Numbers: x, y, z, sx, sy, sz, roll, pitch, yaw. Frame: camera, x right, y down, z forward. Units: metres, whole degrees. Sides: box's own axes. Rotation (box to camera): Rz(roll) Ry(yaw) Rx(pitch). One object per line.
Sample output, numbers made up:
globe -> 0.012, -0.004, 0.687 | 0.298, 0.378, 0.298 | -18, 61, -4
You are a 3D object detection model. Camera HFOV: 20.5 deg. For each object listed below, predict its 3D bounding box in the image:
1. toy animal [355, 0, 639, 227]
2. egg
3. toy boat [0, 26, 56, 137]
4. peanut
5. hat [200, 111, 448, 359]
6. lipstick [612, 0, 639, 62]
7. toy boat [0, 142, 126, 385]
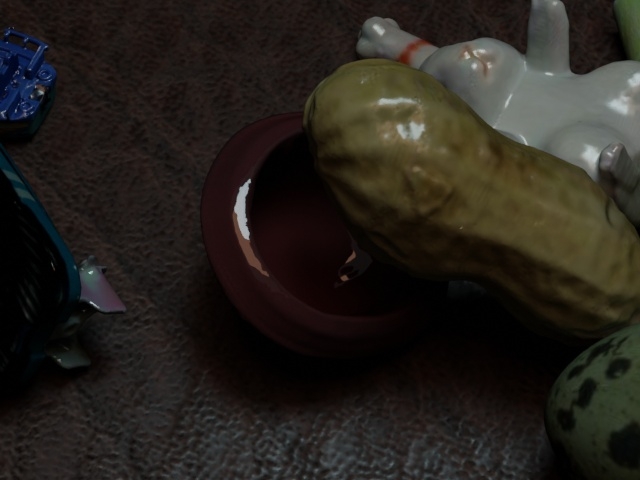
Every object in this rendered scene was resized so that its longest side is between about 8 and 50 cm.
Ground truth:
toy animal -> 0.135, -0.104, 1.349 | 0.282, 0.138, 0.140 | 26, 62, 14
egg -> 0.263, 0.129, 1.181 | 0.228, 0.177, 0.177 | 5, 54, 19
toy boat -> -0.291, -0.151, 1.362 | 0.175, 0.110, 0.091 | 17, 56, 9
peanut -> 0.113, -0.019, 1.221 | 0.290, 0.130, 0.130 | 28, 55, -13
hat -> 0.000, 0.000, 1.285 | 0.206, 0.089, 0.205 | 11, 64, -23
lipstick -> 0.299, -0.076, 1.382 | 0.076, 0.076, 0.304 | -4, 57, -8
toy boat -> -0.259, -0.028, 1.295 | 0.092, 0.134, 0.299 | 1, 43, -51
